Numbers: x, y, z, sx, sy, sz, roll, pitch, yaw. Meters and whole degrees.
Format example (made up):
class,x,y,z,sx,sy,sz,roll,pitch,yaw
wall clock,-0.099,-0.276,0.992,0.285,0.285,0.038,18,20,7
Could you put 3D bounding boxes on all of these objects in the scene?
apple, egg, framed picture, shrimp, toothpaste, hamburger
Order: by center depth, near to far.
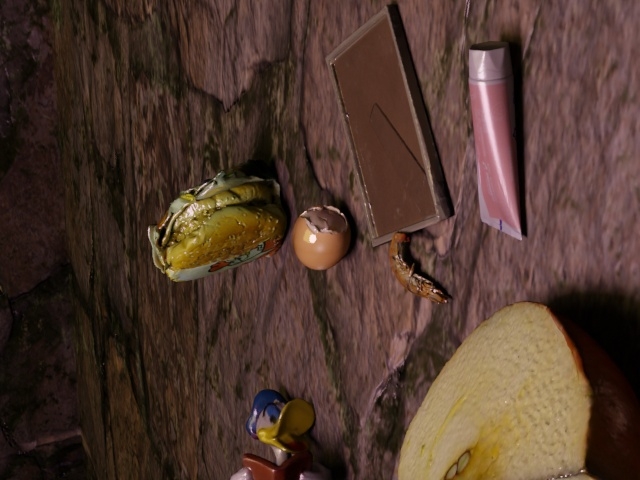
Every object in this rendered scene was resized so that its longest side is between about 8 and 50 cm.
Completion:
class,x,y,z,sx,sy,sz,roll,pitch,yaw
apple,0.194,0.194,0.965,0.254,0.179,0.346,60,151,8
toothpaste,0.174,-0.098,1.040,0.067,0.043,0.194,31,134,56
shrimp,0.112,0.032,1.233,0.114,0.023,0.083,39,148,51
framed picture,0.074,-0.130,1.255,0.189,0.023,0.259,-26,77,65
egg,0.000,0.000,1.404,0.080,0.080,0.096,59,146,36
hamburger,-0.149,-0.029,1.567,0.125,0.214,0.235,59,146,13

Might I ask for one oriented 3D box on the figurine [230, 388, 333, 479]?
class,x,y,z,sx,sy,sz,roll,pitch,yaw
figurine,-0.070,0.372,1.608,0.283,0.205,0.338,68,-175,-53
